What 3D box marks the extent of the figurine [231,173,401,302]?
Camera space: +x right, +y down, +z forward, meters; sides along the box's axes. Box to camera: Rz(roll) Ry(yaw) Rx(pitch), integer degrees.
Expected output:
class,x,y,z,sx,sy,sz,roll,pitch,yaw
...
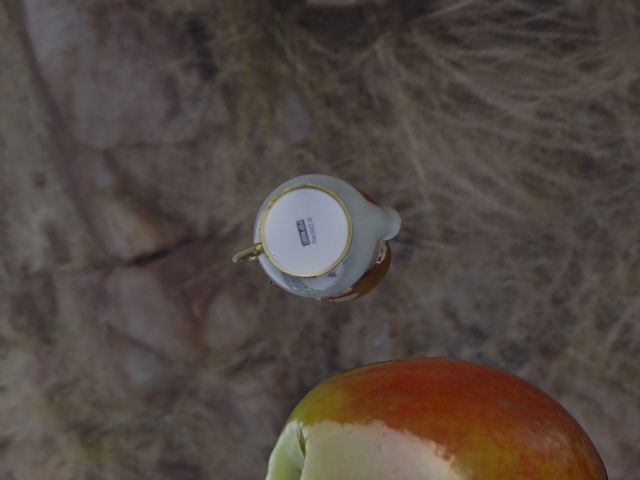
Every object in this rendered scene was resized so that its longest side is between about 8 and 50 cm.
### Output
class,x,y,z,sx,sy,sz,roll,pitch,yaw
figurine,0.000,0.000,1.842,0.263,0.190,0.142,31,-130,-82

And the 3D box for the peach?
class,x,y,z,sx,sy,sz,roll,pitch,yaw
peach,0.074,0.188,1.049,0.231,0.231,0.231,29,130,41
